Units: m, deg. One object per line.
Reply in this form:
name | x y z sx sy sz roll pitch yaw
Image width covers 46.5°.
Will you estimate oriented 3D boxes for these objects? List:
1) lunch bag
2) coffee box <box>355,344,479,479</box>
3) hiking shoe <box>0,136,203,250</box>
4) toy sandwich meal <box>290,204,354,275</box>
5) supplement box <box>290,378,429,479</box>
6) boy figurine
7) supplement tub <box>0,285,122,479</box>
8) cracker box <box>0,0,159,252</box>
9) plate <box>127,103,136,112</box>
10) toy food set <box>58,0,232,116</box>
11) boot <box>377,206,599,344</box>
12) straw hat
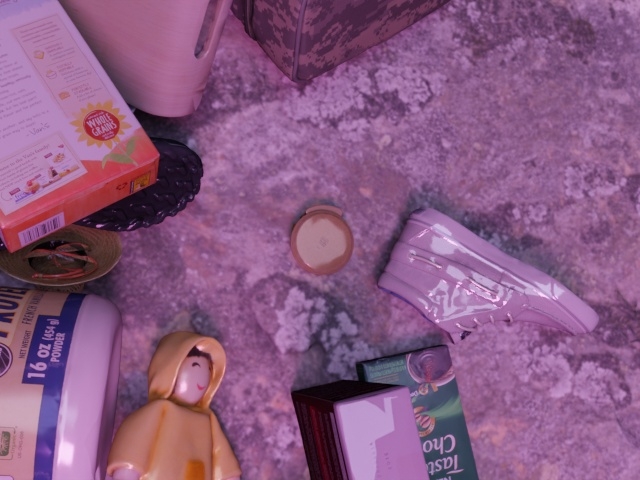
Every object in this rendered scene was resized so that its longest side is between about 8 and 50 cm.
lunch bag | 0.005 -0.370 0.864 0.305 0.212 0.256 -35 73 -15
coffee box | 0.115 0.222 0.872 0.113 0.040 0.184 -9 83 -13
hiking shoe | -0.278 -0.075 0.801 0.304 0.113 0.132 -12 41 -30
toy sandwich meal | 0.000 0.000 0.890 0.085 0.029 0.086 1 86 -13
supplement box | 0.035 0.213 0.755 0.073 0.239 0.130 -11 84 -14
boy figurine | -0.140 0.233 0.772 0.177 0.092 0.285 31 49 -43
supplement tub | -0.357 0.150 0.691 0.316 0.228 0.228 6 80 -11
cracker box | -0.279 -0.126 0.704 0.155 0.067 0.232 -30 80 -24
plate | -0.295 -0.167 0.817 0.188 0.024 0.188 13 42 -12
toy food set | -0.239 -0.295 0.789 0.306 0.220 0.092 27 34 2
boot | 0.195 0.075 0.894 0.258 0.095 0.123 31 83 3
straw hat | -0.282 0.031 0.803 0.144 0.144 0.061 1 122 -11
